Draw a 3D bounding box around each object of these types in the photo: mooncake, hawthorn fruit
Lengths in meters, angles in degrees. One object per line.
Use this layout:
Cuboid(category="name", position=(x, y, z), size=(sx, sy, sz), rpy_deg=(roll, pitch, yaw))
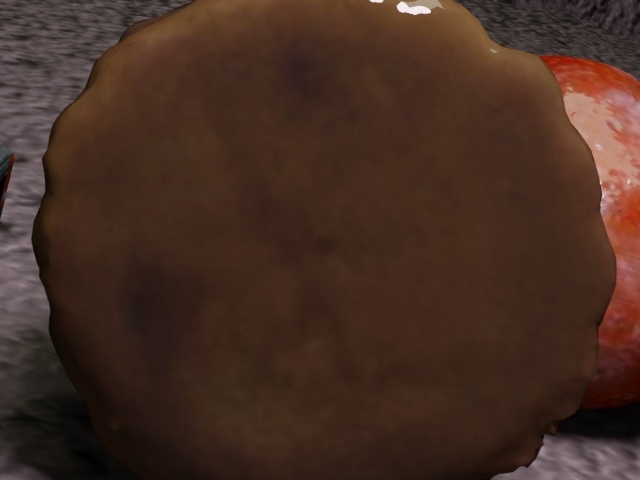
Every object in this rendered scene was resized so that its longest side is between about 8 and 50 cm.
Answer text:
Cuboid(category="mooncake", position=(-0.001, 0.000, 0.880), size=(0.324, 0.324, 0.187), rpy_deg=(12, 11, -7))
Cuboid(category="hawthorn fruit", position=(0.179, -0.001, 1.139), size=(0.284, 0.284, 0.284), rpy_deg=(13, 18, -4))

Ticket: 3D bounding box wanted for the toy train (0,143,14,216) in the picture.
Cuboid(category="toy train", position=(-0.298, 0.005, 1.005), size=(0.086, 0.089, 0.409), rpy_deg=(19, 17, -2))
